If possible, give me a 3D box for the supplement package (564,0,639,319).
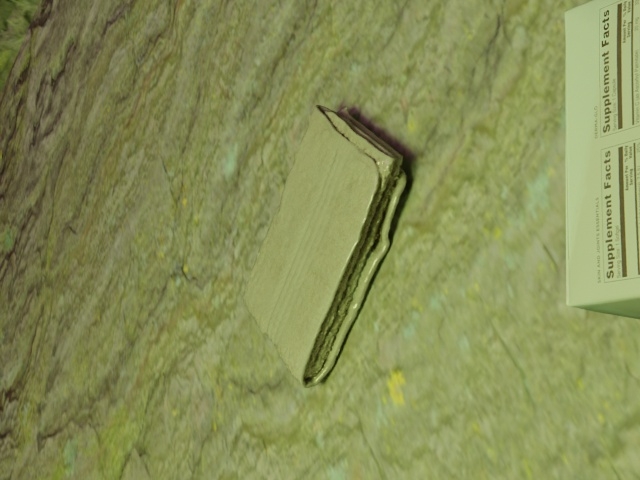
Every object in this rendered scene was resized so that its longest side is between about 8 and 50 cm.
[{"bbox_3d":[0.305,-0.058,0.596,0.262,0.199,0.198,-14,70,55],"label":"supplement package"}]

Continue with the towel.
[{"bbox_3d":[0.000,0.000,1.175,0.187,0.049,0.282,49,122,52],"label":"towel"}]
